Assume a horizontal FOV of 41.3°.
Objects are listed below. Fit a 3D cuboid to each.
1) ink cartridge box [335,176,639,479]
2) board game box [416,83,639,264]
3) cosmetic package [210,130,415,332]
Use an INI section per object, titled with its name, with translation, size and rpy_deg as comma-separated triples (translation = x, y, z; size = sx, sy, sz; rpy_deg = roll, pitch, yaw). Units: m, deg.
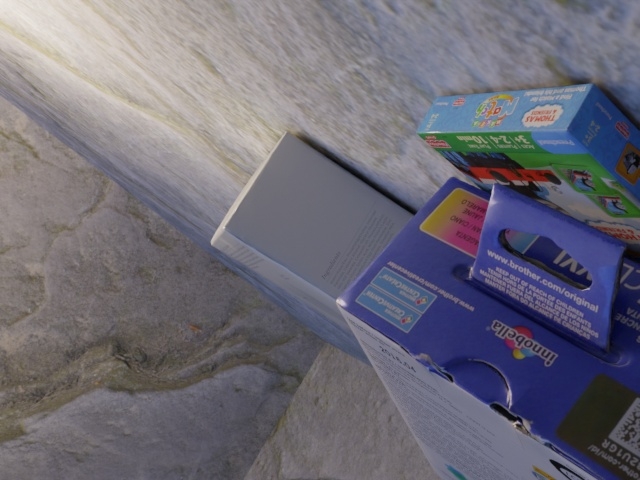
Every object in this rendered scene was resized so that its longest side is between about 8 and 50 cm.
[ink cartridge box]
translation = 0.184, 0.126, 0.652
size = 0.270, 0.151, 0.395
rpy_deg = 31, 162, 38
[board game box]
translation = 0.189, -0.028, 0.595
size = 0.211, 0.039, 0.160
rpy_deg = 35, 170, -25
[cosmetic package]
translation = 0.000, 0.000, 1.030
size = 0.224, 0.138, 0.224
rpy_deg = 32, 171, -8
